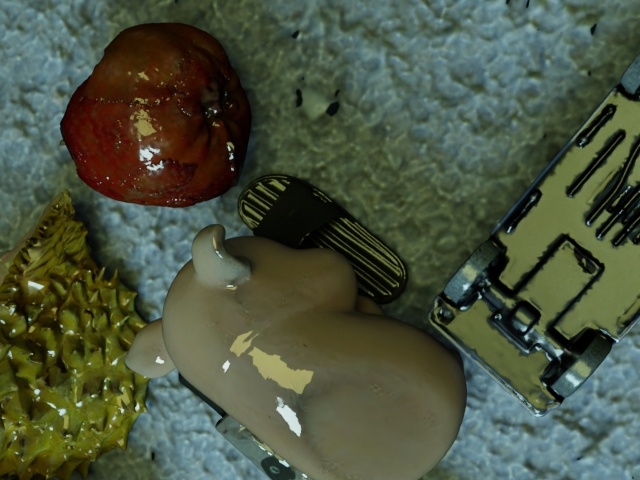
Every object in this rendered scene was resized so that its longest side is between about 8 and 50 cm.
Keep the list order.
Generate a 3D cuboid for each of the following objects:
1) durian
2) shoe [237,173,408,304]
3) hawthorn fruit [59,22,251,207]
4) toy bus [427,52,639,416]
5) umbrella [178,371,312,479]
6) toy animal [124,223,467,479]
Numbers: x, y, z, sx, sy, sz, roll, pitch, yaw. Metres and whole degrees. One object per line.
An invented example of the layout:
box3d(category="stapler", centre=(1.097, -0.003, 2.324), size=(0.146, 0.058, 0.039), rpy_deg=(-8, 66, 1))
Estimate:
box3d(category="durian", centre=(-0.256, 0.128, 0.923), size=(0.305, 0.185, 0.195), rpy_deg=(-43, 110, 7))
box3d(category="shoe", centre=(0.000, 0.000, 0.868), size=(0.159, 0.053, 0.062), rpy_deg=(33, 106, 4))
box3d(category="hawthorn fruit", centre=(-0.140, -0.096, 0.847), size=(0.172, 0.148, 0.148), rpy_deg=(-8, 95, 33))
box3d(category="toy bus", centre=(0.218, -0.020, 0.775), size=(0.125, 0.133, 0.292), rpy_deg=(41, 106, 10))
box3d(category="umbrella", centre=(0.019, 0.205, 0.878), size=(0.337, 0.073, 0.067), rpy_deg=(39, 95, 6))
box3d(category="toy animal", centre=(-0.008, 0.094, 0.805), size=(0.250, 0.154, 0.166), rpy_deg=(31, 111, -4))
